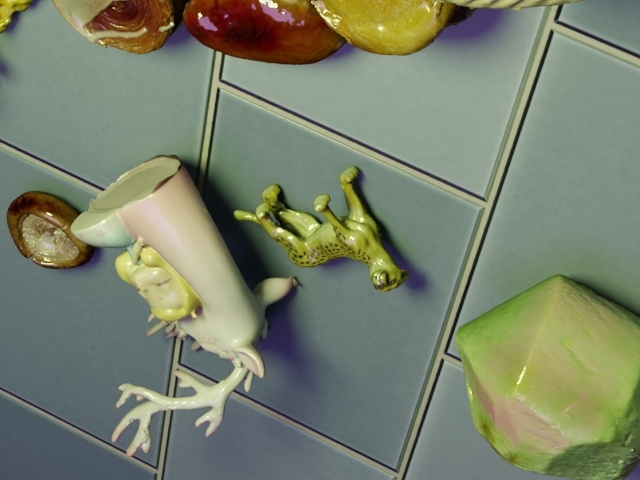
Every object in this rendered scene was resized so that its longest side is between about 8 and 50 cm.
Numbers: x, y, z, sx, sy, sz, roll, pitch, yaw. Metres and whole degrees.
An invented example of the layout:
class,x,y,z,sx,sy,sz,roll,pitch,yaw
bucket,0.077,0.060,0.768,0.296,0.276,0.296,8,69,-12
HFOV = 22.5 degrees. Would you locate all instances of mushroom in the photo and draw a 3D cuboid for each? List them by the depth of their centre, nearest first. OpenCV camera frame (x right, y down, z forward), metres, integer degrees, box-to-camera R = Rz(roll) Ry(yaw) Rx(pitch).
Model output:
class,x,y,z,sx,sy,sz,roll,pitch,yaw
mushroom,-0.339,-0.013,2.027,0.123,0.052,0.123,17,141,14

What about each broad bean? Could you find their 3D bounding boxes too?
class,x,y,z,sx,sy,sz,roll,pitch,yaw
broad bean,-0.052,-0.225,1.620,0.165,0.084,0.114,11,169,26

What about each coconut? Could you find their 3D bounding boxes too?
class,x,y,z,sx,sy,sz,roll,pitch,yaw
coconut,0.248,0.145,1.678,0.236,0.236,0.205,26,103,11

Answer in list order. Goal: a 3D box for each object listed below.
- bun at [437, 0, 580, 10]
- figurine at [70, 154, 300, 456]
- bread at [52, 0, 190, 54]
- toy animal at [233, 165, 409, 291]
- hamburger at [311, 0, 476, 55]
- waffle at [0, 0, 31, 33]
class,x,y,z,sx,sy,sz,roll,pitch,yaw
bun,0.161,-0.339,1.256,0.359,0.211,0.360,0,155,0
figurine,-0.168,0.070,1.907,0.284,0.206,0.316,-22,108,37
bread,-0.210,-0.275,1.689,0.160,0.073,0.160,17,138,16
toy animal,0.000,0.000,1.804,0.181,0.073,0.136,-9,123,40
hamburger,0.065,-0.269,1.496,0.185,0.113,0.177,30,144,18
waffle,-0.407,-0.358,1.759,0.291,0.051,0.291,17,136,17
